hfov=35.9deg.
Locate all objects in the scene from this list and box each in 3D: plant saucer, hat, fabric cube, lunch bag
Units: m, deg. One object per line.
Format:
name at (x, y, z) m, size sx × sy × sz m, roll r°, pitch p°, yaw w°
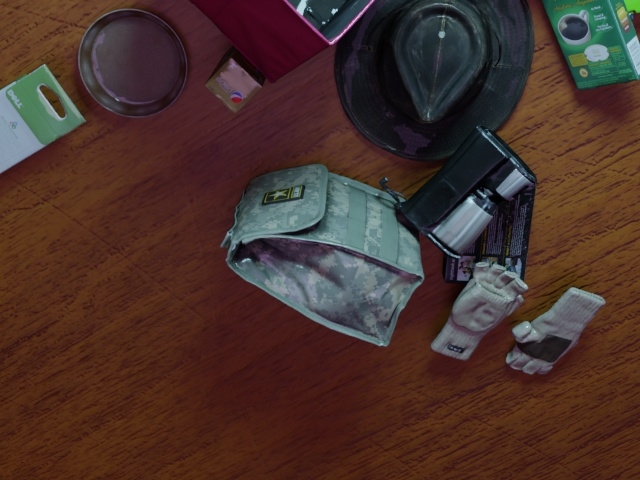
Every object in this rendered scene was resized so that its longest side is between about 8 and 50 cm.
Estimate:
plant saucer at (-0.288, -0.274, 1.524) m, size 0.168 × 0.029 × 0.168 m, roll 0°, pitch 112°, yaw 0°
hat at (0.173, -0.262, 1.463) m, size 0.331 × 0.134 × 0.331 m, roll 0°, pitch 112°, yaw 0°
fabric cube at (-0.038, -0.399, 1.284) m, size 0.259 × 0.258 × 0.254 m, roll 43°, pitch 77°, yaw -13°
lunch bag at (0.000, 0.000, 1.517) m, size 0.287 × 0.235 × 0.169 m, roll 21°, pitch 117°, yaw -7°

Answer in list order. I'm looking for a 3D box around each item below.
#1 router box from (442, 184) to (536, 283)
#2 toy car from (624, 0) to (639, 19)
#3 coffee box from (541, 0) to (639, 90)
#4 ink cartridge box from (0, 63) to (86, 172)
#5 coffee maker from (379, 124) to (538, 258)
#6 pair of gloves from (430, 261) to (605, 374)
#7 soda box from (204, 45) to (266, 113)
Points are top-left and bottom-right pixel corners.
router box at (0.272, -0.016, 1.606) m, size 0.133 × 0.046 × 0.179 m, roll 3°, pitch 112°, yaw 1°
toy car at (0.524, -0.379, 1.449) m, size 0.225 × 0.053 × 0.239 m, roll -13°, pitch 110°, yaw 7°
coffee box at (0.400, -0.316, 1.451) m, size 0.040 × 0.113 × 0.184 m, roll -40°, pitch 111°, yaw -31°
ink cartridge box at (-0.476, -0.186, 1.546) m, size 0.209 × 0.062 × 0.109 m, roll -28°, pitch 109°, yaw 12°
coffee maker at (0.209, -0.088, 1.493) m, size 0.171 × 0.120 × 0.178 m, roll 39°, pitch 105°, yaw -10°
pair of gloves at (0.326, 0.134, 1.641) m, size 0.240 × 0.042 × 0.204 m, roll 13°, pitch 129°, yaw -12°
soda box at (-0.116, -0.249, 1.447) m, size 0.061 × 0.181 × 0.058 m, roll 43°, pitch 108°, yaw -14°
